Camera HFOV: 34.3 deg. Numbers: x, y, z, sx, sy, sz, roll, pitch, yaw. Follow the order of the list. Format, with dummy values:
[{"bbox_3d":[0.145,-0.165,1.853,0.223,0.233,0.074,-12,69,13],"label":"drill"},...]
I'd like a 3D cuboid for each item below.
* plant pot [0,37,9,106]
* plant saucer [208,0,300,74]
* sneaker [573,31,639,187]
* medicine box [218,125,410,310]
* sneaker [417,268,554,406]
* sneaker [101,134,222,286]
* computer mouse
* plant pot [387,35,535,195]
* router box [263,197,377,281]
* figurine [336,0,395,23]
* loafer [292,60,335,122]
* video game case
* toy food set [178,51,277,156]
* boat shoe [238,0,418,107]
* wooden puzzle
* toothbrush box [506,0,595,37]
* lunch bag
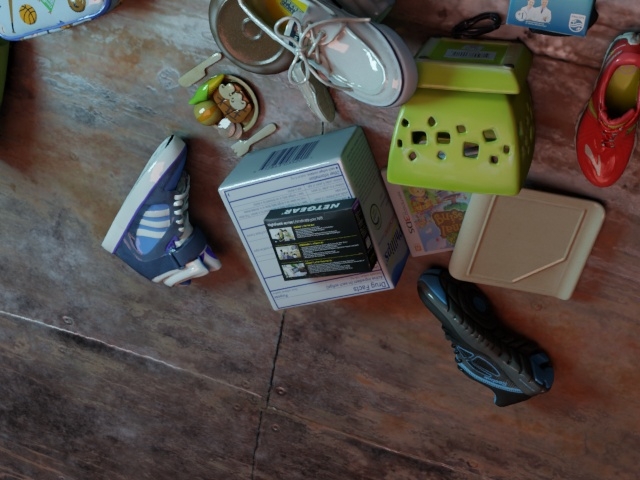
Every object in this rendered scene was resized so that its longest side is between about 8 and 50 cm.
[{"bbox_3d":[-0.743,-0.302,2.050,0.274,0.275,0.294,34,111,-2],"label":"plant pot"},{"bbox_3d":[-0.117,-0.387,1.880,0.198,0.036,0.199,9,123,14],"label":"plant saucer"},{"bbox_3d":[0.480,-0.204,1.719,0.107,0.118,0.279,13,124,14],"label":"sneaker"},{"bbox_3d":[-0.006,-0.037,1.985,0.263,0.149,0.289,-12,116,26],"label":"medicine box"},{"bbox_3d":[0.297,0.201,2.037,0.341,0.125,0.139,45,129,-7],"label":"sneaker"},{"bbox_3d":[-0.281,-0.041,2.113,0.236,0.130,0.323,31,122,-12],"label":"sneaker"},{"bbox_3d":[0.336,-0.351,1.716,0.242,0.071,0.041,-1,135,23],"label":"computer mouse"},{"bbox_3d":[0.244,-0.219,1.740,0.228,0.227,0.207,8,117,15],"label":"plant pot"},{"bbox_3d":[0.000,0.000,1.885,0.178,0.046,0.133,-7,117,23],"label":"router box"},{"bbox_3d":[0.061,-0.485,1.731,0.209,0.092,0.215,43,126,1],"label":"figurine"},{"bbox_3d":[-0.014,-0.272,1.913,0.039,0.045,0.125,-13,109,45],"label":"loafer"},{"bbox_3d":[0.241,-0.070,1.950,0.212,0.023,0.193,-11,116,25],"label":"video game case"},{"bbox_3d":[-0.182,-0.254,1.984,0.132,0.038,0.192,-30,107,32],"label":"toy food set"},{"bbox_3d":[-0.011,-0.328,1.671,0.367,0.156,0.136,45,129,28],"label":"boat shoe"},{"bbox_3d":[0.376,-0.003,1.912,0.238,0.044,0.221,13,125,-1],"label":"wooden puzzle"},{"bbox_3d":[0.369,-0.481,1.530,0.126,0.216,0.296,12,122,13],"label":"toothbrush box"},{"bbox_3d":[-0.518,-0.508,1.909,0.303,0.115,0.243,-8,115,23],"label":"lunch bag"}]
